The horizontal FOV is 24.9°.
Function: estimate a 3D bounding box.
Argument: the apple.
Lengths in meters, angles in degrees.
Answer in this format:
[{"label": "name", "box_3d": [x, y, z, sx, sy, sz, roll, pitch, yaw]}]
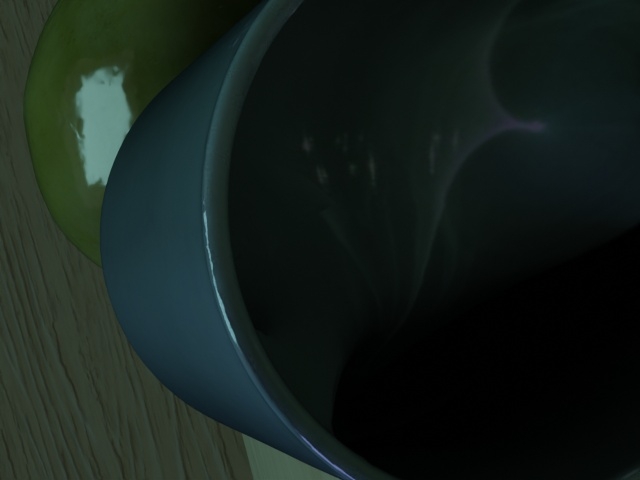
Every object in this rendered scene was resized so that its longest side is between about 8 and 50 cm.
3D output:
[{"label": "apple", "box_3d": [-0.049, -0.086, 0.888, 0.262, 0.262, 0.262, 165, 90, -80]}]

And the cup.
[{"label": "cup", "box_3d": [0.022, -0.007, 0.607, 0.312, 0.205, 0.205, 174, 80, -74]}]
